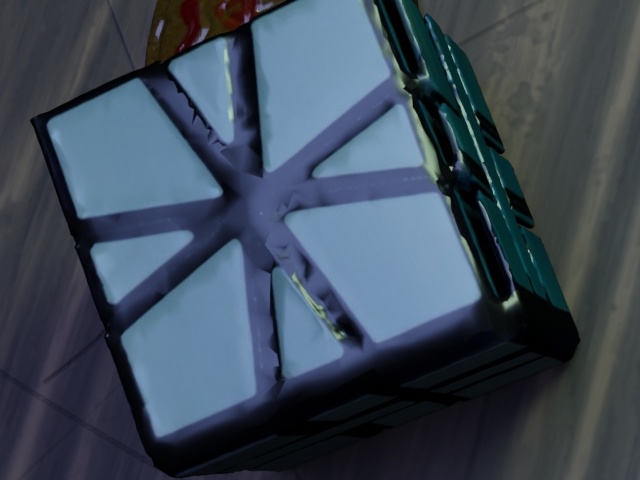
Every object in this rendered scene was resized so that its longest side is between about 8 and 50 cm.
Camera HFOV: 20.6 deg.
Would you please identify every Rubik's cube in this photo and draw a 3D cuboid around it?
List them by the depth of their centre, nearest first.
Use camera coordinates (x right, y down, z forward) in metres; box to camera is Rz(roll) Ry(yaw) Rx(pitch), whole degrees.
[{"bbox_3d":[0.000,0.000,1.306,0.293,0.283,0.288,-26,76,14],"label":"Rubik's cube"}]

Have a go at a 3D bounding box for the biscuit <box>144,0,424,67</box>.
[{"bbox_3d":[-0.033,-0.157,1.516,0.257,0.049,0.273,-19,70,15],"label":"biscuit"}]
